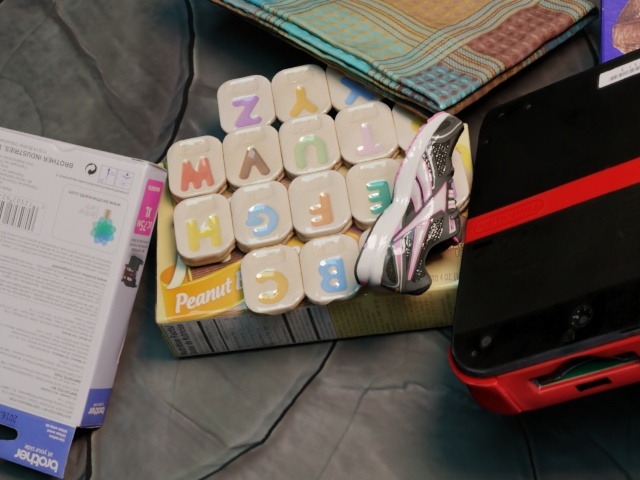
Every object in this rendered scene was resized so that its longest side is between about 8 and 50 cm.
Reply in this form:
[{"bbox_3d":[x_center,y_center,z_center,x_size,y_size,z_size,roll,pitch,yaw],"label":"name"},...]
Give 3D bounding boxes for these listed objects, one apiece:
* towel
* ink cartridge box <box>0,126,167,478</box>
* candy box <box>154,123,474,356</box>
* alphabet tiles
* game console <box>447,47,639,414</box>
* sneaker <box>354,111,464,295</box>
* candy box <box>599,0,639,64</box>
[{"bbox_3d":[0.066,-0.264,1.625,0.370,0.040,0.271,32,51,30],"label":"towel"},{"bbox_3d":[-0.276,0.057,1.523,0.185,0.065,0.311,14,88,19],"label":"ink cartridge box"},{"bbox_3d":[0.000,0.000,1.527,0.316,0.087,0.183,-7,59,7],"label":"candy box"},{"bbox_3d":[-0.005,-0.062,1.501,0.284,0.021,0.278,-11,58,3],"label":"alphabet tiles"},{"bbox_3d":[0.283,-0.037,1.313,0.386,0.060,0.342,-20,41,35],"label":"game console"},{"bbox_3d":[0.098,-0.026,1.419,0.077,0.072,0.178,23,78,7],"label":"sneaker"},{"bbox_3d":[0.399,-0.125,1.477,0.268,0.122,0.317,-2,55,13],"label":"candy box"}]
